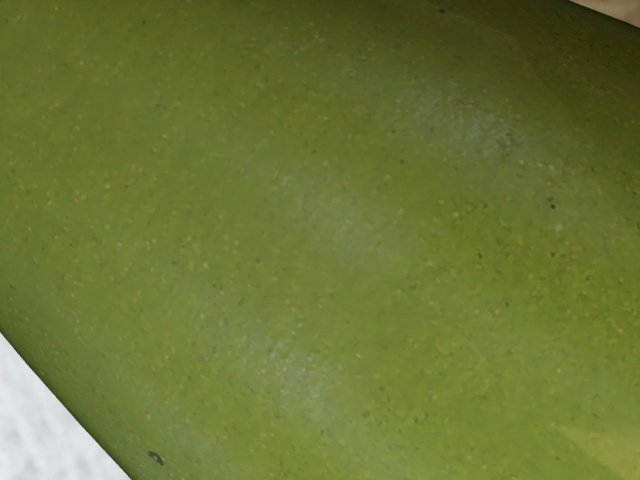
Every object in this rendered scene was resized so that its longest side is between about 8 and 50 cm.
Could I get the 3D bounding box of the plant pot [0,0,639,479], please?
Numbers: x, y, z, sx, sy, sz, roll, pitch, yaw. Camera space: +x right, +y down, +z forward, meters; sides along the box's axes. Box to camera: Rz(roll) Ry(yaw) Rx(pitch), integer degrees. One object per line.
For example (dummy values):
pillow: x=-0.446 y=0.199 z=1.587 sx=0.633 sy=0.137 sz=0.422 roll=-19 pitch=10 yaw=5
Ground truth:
plant pot: x=0.000 y=0.000 z=0.621 sx=0.293 sy=0.275 sz=0.275 roll=32 pitch=90 yaw=-1
